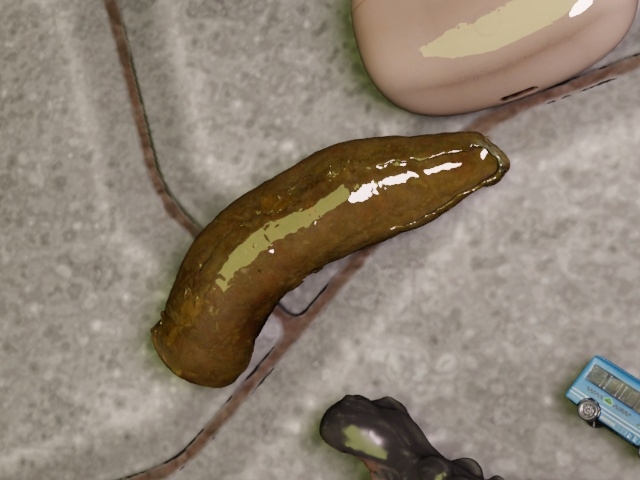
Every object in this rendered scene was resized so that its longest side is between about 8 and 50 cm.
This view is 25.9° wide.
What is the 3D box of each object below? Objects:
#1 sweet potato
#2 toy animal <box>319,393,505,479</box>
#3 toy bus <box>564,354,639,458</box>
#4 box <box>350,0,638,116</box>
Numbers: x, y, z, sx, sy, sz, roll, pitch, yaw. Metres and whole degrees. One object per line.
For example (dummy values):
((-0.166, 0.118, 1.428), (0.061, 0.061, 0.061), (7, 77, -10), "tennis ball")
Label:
((0.000, -0.002, 0.995), (0.286, 0.085, 0.112), (-31, 103, 3), "sweet potato")
((0.137, 0.210, 0.875), (0.343, 0.106, 0.168), (13, 81, 27), "toy animal")
((0.203, 0.112, 0.903), (0.083, 0.038, 0.046), (34, 89, 25), "toy bus")
((0.118, -0.167, 0.966), (0.200, 0.088, 0.146), (-19, 72, 17), "box")
